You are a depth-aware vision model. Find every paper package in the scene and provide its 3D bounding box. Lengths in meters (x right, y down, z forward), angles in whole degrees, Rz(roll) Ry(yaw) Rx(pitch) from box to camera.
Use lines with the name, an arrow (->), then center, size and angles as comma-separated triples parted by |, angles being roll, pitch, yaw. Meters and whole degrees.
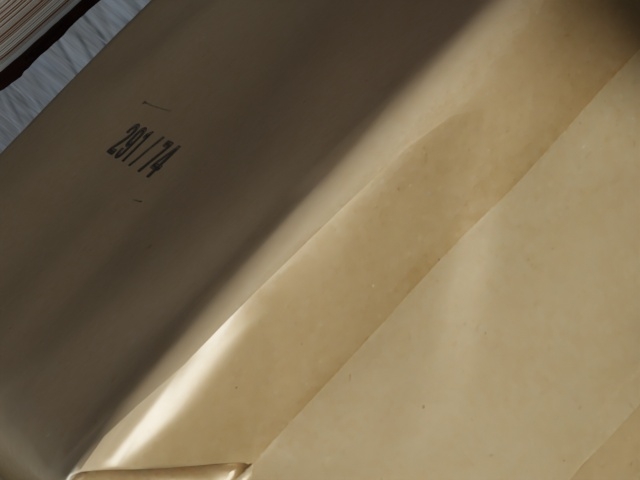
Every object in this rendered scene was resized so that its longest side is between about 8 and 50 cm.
paper package -> 0.000, 0.000, 0.704 | 0.168, 0.309, 0.325 | 47, 167, -24

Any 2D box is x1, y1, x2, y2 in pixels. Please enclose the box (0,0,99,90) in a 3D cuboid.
box -> -0.190, -0.219, 0.919 | 0.203, 0.167, 0.168 | 45, 170, 5
